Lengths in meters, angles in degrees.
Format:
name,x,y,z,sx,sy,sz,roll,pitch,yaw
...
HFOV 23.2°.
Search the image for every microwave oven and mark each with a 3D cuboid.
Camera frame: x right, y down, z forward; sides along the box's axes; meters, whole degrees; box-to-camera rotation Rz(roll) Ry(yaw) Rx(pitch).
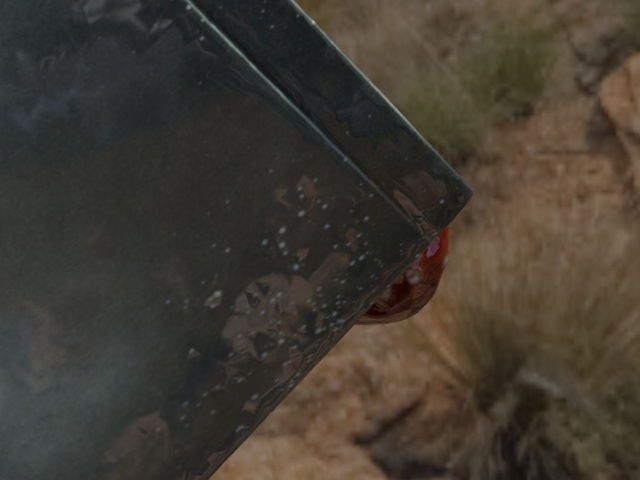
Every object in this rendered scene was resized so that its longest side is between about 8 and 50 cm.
name,x,y,z,sx,sy,sz,roll,pitch,yaw
microwave oven,-0.221,-0.063,0.560,0.374,0.432,0.236,-47,36,0

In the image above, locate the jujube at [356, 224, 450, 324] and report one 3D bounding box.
name,x,y,z,sx,sy,sz,roll,pitch,yaw
jujube,0.000,0.000,1.379,0.230,0.155,0.155,-1,39,-14
